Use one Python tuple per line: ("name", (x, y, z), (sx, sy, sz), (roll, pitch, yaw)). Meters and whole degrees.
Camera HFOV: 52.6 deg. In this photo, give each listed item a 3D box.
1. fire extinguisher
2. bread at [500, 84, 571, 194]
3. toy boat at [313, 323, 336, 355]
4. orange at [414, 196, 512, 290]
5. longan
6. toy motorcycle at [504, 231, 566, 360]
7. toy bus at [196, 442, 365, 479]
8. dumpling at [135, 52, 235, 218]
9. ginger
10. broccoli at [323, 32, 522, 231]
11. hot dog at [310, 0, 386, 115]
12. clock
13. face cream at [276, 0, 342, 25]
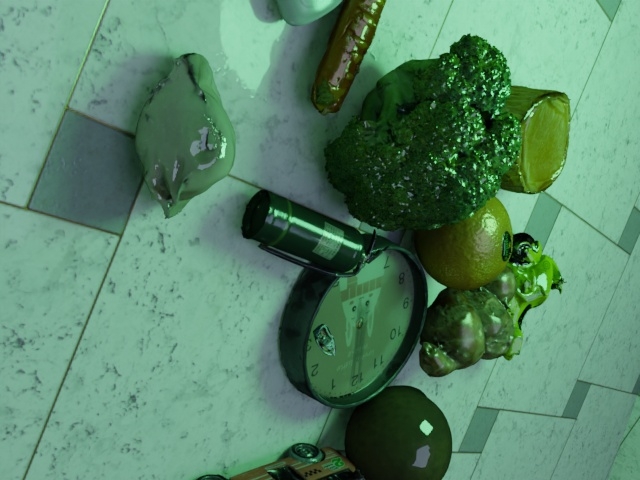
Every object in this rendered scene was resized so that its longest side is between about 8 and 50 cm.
("fire extinguisher", (0.000, 0.000, 1.178), (0.295, 0.093, 0.118), (22, 96, -34))
("bread", (0.485, -0.239, 1.542), (0.227, 0.142, 0.253), (-24, 125, -36))
("toy boat", (0.012, 0.194, 1.240), (0.038, 0.038, 0.083), (-43, 130, -22))
("orange", (0.314, -0.004, 1.424), (0.236, 0.236, 0.236), (-19, 119, -37))
("longan", (0.178, 0.450, 1.463), (0.258, 0.258, 0.257), (-19, 119, -37))
("toy motorcycle", (0.542, 0.159, 1.764), (0.206, 0.142, 0.342), (22, 92, -8))
("toy bus", (-0.087, 0.569, 1.274), (0.427, 0.233, 0.203), (-4, 109, -42))
("dumpling", (-0.188, -0.150, 0.972), (0.172, 0.142, 0.246), (-1, 104, -80))
("ginger", (0.352, 0.202, 1.572), (0.375, 0.176, 0.256), (-24, 113, -43))
("broccoli", (0.190, -0.168, 1.192), (0.321, 0.310, 0.413), (-54, 169, -26))
("hot dog", (0.049, -0.343, 1.118), (0.072, 0.115, 0.268), (21, 94, -10))
("clock", (0.083, 0.175, 1.379), (0.386, 0.076, 0.385), (-18, 119, -37))
("face cream", (-0.046, -0.485, 0.984), (0.144, 0.071, 0.291), (-45, 133, -25))
